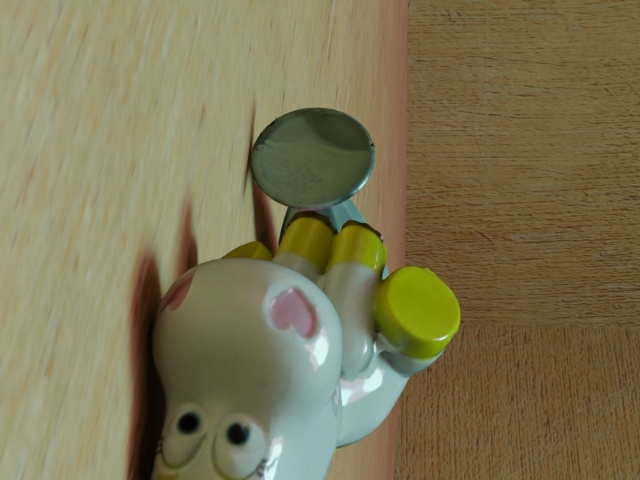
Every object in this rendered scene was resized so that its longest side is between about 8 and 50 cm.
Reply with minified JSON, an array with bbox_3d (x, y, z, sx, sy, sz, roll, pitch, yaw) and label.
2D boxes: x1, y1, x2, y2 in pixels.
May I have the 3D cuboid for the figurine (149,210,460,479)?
[{"bbox_3d":[-0.018,0.065,0.546,0.178,0.109,0.130,-40,143,-70],"label":"figurine"}]

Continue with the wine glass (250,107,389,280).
[{"bbox_3d":[0.000,0.000,0.811,0.155,0.073,0.073,78,15,-57],"label":"wine glass"}]
